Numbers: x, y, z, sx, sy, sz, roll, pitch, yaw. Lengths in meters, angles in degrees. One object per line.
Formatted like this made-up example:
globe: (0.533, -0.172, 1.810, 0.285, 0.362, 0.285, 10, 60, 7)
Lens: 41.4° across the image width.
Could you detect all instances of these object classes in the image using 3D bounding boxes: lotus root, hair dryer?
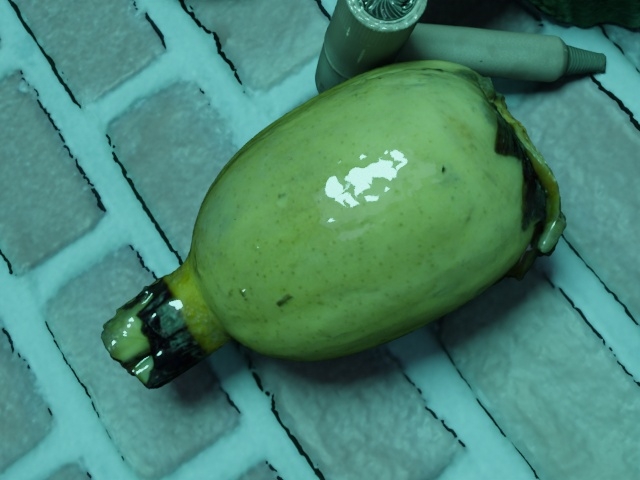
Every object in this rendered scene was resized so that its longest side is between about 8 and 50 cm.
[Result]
lotus root: (0.000, 0.000, 0.560, 0.310, 0.183, 0.183, -29, 70, 6)
hair dryer: (0.113, -0.134, 0.593, 0.220, 0.195, 0.054, 2, 85, -4)

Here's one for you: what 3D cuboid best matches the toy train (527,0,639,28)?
toy train: (0.188, -0.305, 0.636, 0.299, 0.167, 0.238, 40, 95, 20)
